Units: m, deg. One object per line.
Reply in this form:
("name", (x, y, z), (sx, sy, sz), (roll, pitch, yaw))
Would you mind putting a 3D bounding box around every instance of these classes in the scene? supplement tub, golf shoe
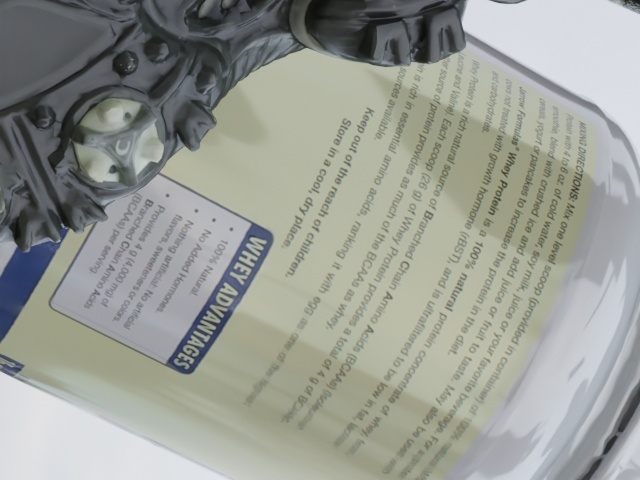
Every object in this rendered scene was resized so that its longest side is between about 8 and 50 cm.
("supplement tub", (0.000, 0.000, 0.677), (0.235, 0.325, 0.235), (-57, -167, 22))
("golf shoe", (-0.062, -0.074, 0.403), (0.120, 0.273, 0.105), (36, -40, 57))

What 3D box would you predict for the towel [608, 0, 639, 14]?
("towel", (0.289, -0.216, 0.940), (0.056, 0.312, 0.324), (105, 9, -49))
